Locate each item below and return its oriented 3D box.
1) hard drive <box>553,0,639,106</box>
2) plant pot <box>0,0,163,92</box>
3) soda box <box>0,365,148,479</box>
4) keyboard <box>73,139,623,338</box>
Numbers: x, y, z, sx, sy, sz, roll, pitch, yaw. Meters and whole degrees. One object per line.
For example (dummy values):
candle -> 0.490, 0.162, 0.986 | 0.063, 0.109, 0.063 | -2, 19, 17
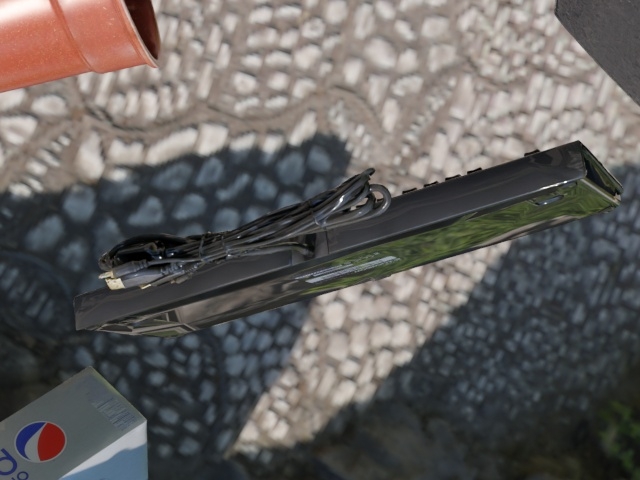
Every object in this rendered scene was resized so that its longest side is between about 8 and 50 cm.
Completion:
hard drive -> 0.264, -0.134, 1.052 | 0.054, 0.255, 0.172 | -39, 160, -9
plant pot -> -0.339, -0.275, 1.583 | 0.265, 0.272, 0.272 | -18, 129, 3
soda box -> -0.294, 0.240, 1.349 | 0.286, 0.091, 0.098 | -32, 146, -33
keyboard -> 0.000, 0.000, 0.830 | 0.201, 0.317, 0.033 | 17, 58, -67
